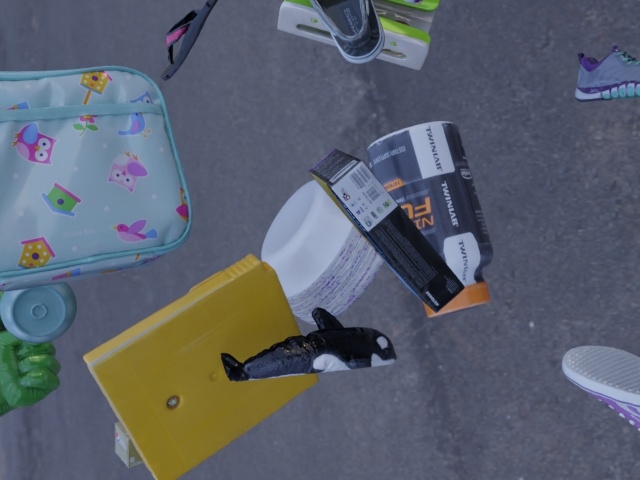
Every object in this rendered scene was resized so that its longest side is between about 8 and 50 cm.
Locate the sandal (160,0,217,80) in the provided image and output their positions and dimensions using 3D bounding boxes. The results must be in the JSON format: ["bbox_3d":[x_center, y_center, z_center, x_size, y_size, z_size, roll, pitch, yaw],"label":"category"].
[{"bbox_3d":[-0.189,-0.297,1.272,0.179,0.040,0.067,-48,20,43],"label":"sandal"}]

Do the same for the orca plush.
[{"bbox_3d":[-0.015,0.159,1.434,0.151,0.287,0.102,141,123,-76],"label":"orca plush"}]

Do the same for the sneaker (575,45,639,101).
[{"bbox_3d":[0.557,-0.303,1.614,0.223,0.083,0.098,1,97,41],"label":"sneaker"}]

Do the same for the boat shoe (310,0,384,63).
[{"bbox_3d":[0.016,-0.454,1.488,0.335,0.121,0.119,62,-176,13],"label":"boat shoe"}]

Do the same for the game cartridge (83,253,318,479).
[{"bbox_3d":[-0.179,0.207,1.460,0.052,0.323,0.285,33,149,51],"label":"game cartridge"}]

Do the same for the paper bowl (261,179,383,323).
[{"bbox_3d":[0.000,0.000,1.679,0.284,0.148,0.284,-46,22,25],"label":"paper bowl"}]

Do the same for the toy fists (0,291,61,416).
[{"bbox_3d":[-0.571,0.169,1.611,0.279,0.142,0.096,51,155,16],"label":"toy fists"}]

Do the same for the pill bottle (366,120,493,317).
[{"bbox_3d":[0.153,-0.024,1.205,0.130,0.130,0.246,-28,76,59],"label":"pill bottle"}]

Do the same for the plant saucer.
[{"bbox_3d":[-0.452,0.111,1.454,0.021,0.119,0.119,-149,62,-67],"label":"plant saucer"}]

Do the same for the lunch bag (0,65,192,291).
[{"bbox_3d":[-0.282,-0.068,0.927,0.108,0.279,0.224,-21,80,57],"label":"lunch bag"}]

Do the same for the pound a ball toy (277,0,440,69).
[{"bbox_3d":[0.102,-0.438,1.646,0.136,0.319,0.208,113,172,-74],"label":"pound a ball toy"}]

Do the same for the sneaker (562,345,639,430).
[{"bbox_3d":[0.517,0.282,1.463,0.282,0.102,0.161,20,130,22],"label":"sneaker"}]

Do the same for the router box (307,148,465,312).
[{"bbox_3d":[0.068,-0.014,0.975,0.179,0.046,0.133,49,179,-15],"label":"router box"}]

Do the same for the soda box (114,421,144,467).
[{"bbox_3d":[-0.254,0.326,1.542,0.061,0.181,0.058,28,121,51],"label":"soda box"}]

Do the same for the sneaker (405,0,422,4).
[{"bbox_3d":[0.145,-0.403,1.338,0.057,0.047,0.119,117,168,-60],"label":"sneaker"}]
